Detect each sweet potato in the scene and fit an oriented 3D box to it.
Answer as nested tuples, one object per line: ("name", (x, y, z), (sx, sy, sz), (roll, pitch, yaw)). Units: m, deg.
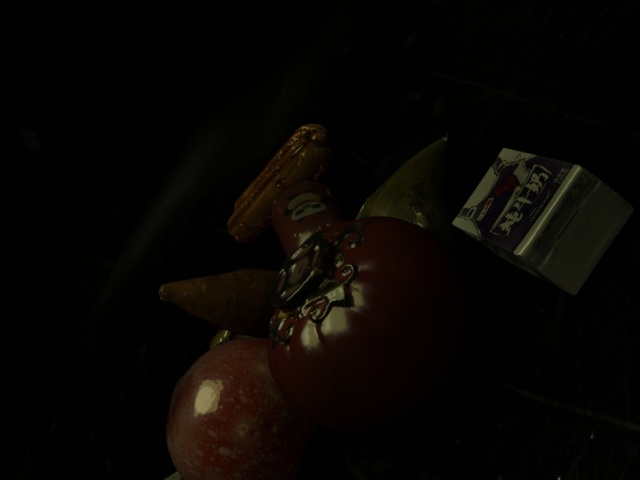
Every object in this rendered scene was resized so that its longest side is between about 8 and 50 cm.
("sweet potato", (-0.102, 0.102, 1.557), (0.131, 0.336, 0.131), (-164, 90, -72))

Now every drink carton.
("drink carton", (0.282, -0.032, 1.221), (0.134, 0.102, 0.222), (-58, 18, 2))

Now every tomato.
("tomato", (-0.127, 0.280, 1.484), (0.270, 0.227, 0.270), (-57, 15, 24))

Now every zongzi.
("zongzi", (0.183, -0.072, 1.525), (0.256, 0.115, 0.228), (-48, 22, -10))

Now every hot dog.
("hot dog", (-0.088, -0.124, 2.203), (0.349, 0.117, 0.158), (-47, 16, 28))

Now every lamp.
("lamp", (0.061, 0.110, 1.273), (0.303, 0.257, 0.303), (-44, 22, 23))

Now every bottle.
("bottle", (0.000, 0.000, 1.775), (0.144, 0.144, 0.336), (-52, 23, 10))

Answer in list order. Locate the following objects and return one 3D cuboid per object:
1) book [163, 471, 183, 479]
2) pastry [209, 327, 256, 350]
("book", (-0.297, 0.548, 1.692), (0.217, 0.021, 0.310), (-33, 26, 16))
("pastry", (-0.124, 0.162, 1.776), (0.229, 0.100, 0.218), (-42, 3, 31))
